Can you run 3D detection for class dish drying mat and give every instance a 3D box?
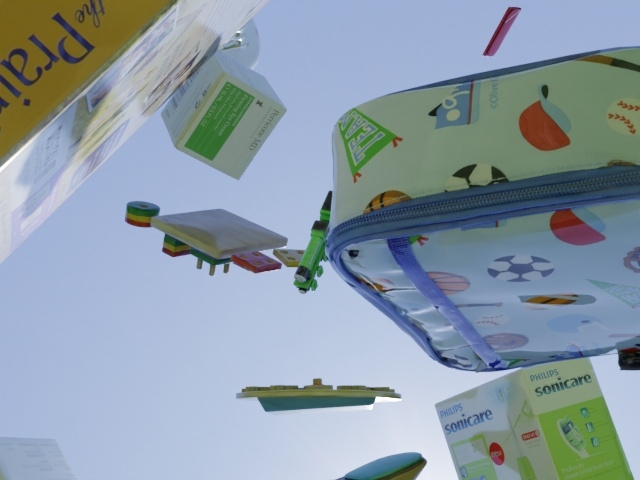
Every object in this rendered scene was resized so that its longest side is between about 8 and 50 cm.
[{"bbox_3d":[0.272,-0.313,1.391,0.008,0.032,0.083,46,-52,26],"label":"dish drying mat"}]

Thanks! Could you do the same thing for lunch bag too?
[{"bbox_3d":[0.140,0.006,0.604,0.243,0.303,0.115,-11,-117,20],"label":"lunch bag"}]

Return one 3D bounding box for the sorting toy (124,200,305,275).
[{"bbox_3d":[-0.130,0.007,1.228,0.274,0.132,0.046,23,-69,35],"label":"sorting toy"}]

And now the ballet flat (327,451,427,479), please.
[{"bbox_3d":[0.040,0.336,1.201,0.232,0.080,0.073,-10,-88,-27],"label":"ballet flat"}]

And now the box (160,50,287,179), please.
[{"bbox_3d":[-0.108,-0.142,1.021,0.101,0.087,0.102,-54,-147,15],"label":"box"}]

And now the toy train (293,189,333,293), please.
[{"bbox_3d":[0.000,0.000,0.671,0.017,0.023,0.083,11,-119,22],"label":"toy train"}]

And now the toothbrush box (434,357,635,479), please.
[{"bbox_3d":[0.288,0.314,1.199,0.122,0.206,0.283,-7,-107,-29],"label":"toothbrush box"}]

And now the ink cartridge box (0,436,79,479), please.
[{"bbox_3d":[-0.327,0.434,1.189,0.091,0.308,0.385,-32,-101,-7],"label":"ink cartridge box"}]

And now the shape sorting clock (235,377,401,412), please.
[{"bbox_3d":[-0.002,0.192,1.151,0.206,0.206,0.040,-5,-102,6],"label":"shape sorting clock"}]

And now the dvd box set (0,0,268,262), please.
[{"bbox_3d":[-0.116,-0.129,0.581,0.062,0.307,0.420,44,-109,-8],"label":"dvd box set"}]

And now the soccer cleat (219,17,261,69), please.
[{"bbox_3d":[-0.162,-0.340,1.374,0.116,0.331,0.143,-46,-128,-8],"label":"soccer cleat"}]
